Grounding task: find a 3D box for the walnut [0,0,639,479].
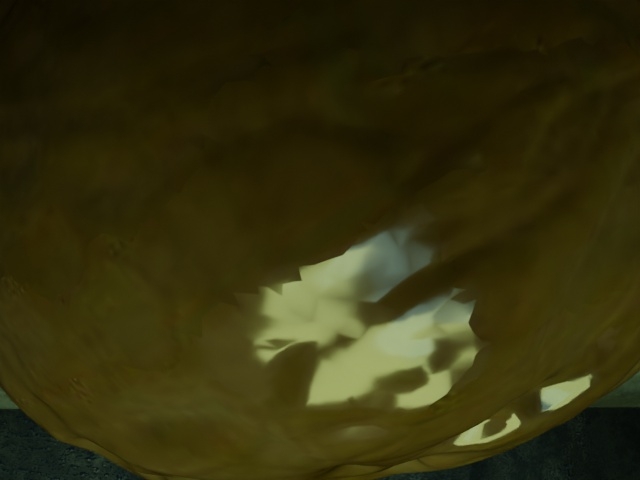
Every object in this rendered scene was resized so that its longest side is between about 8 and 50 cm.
[{"bbox_3d":[0.009,-0.046,0.631,0.397,0.308,0.354,-15,-168,42],"label":"walnut"}]
